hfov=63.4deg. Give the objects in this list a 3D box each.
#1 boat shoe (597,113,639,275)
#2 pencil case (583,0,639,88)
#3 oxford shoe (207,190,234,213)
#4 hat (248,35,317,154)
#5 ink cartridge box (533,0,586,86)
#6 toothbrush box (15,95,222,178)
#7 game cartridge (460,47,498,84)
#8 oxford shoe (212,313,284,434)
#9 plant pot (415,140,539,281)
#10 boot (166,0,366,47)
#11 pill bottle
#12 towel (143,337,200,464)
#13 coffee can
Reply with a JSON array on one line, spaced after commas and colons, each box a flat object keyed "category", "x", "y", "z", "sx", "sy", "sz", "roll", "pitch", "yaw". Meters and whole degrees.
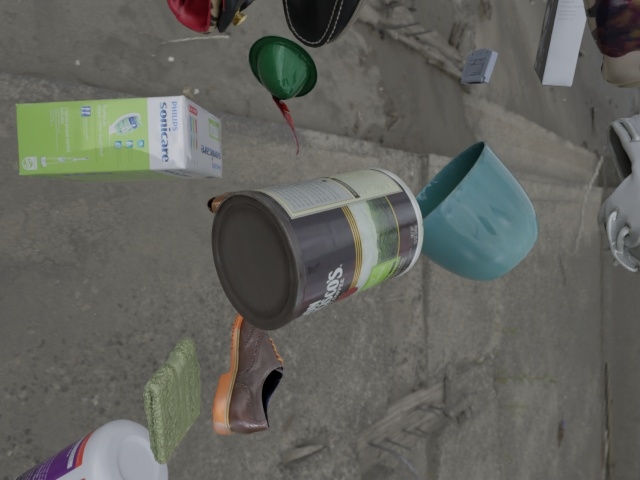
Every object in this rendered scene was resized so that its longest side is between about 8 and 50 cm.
[{"category": "boat shoe", "x": 0.239, "y": -0.008, "z": 0.356, "sx": 0.258, "sy": 0.084, "sz": 0.095, "roll": -60, "pitch": 135, "yaw": -45}, {"category": "pencil case", "x": 0.273, "y": -0.335, "z": 0.417, "sx": 0.183, "sy": 0.159, "sz": 0.410, "roll": -75, "pitch": 145, "yaw": -75}, {"category": "oxford shoe", "x": -0.270, "y": -0.100, "z": 1.409, "sx": 0.076, "sy": 0.212, "sz": 0.076, "roll": 3, "pitch": 90, "yaw": -12}, {"category": "hat", "x": -0.108, "y": -0.359, "z": 1.245, "sx": 0.173, "sy": 0.208, "sz": 0.184, "roll": 114, "pitch": -2, "yaw": -56}, {"category": "ink cartridge box", "x": 0.481, "y": -0.483, "z": 0.999, "sx": 0.165, "sy": 0.065, "sz": 0.333, "roll": -61, "pitch": 156, "yaw": -58}, {"category": "toothbrush box", "x": -0.339, "y": -0.169, "z": 0.915, "sx": 0.206, "sy": 0.283, "sz": 0.122, "roll": -22, "pitch": 112, "yaw": -83}, {"category": "game cartridge", "x": 0.262, "y": -0.288, "z": 0.856, "sx": 0.017, "sy": 0.083, "sz": 0.056, "roll": 9, "pitch": 104, "yaw": -14}, {"category": "oxford shoe", "x": -0.141, "y": 0.277, "z": 1.213, "sx": 0.130, "sy": 0.132, "sz": 0.364, "roll": 75, "pitch": 18, "yaw": -50}, {"category": "plant pot", "x": 0.360, "y": -0.046, "z": 1.213, "sx": 0.235, "sy": 0.293, "sz": 0.293, "roll": 41, "pitch": 54, "yaw": -5}, {"category": "boot", "x": -0.048, "y": -0.311, "z": 0.542, "sx": 0.284, "sy": 0.138, "sz": 0.377, "roll": -50, "pitch": 173, "yaw": -26}, {"category": "pill bottle", "x": -0.457, "y": 0.479, "z": 0.961, "sx": 0.181, "sy": 0.323, "sz": 0.181, "roll": 53, "pitch": 15, "yaw": -21}, {"category": "towel", "x": -0.196, "y": 0.214, "z": 0.691, "sx": 0.110, "sy": 0.027, "sz": 0.148, "roll": -58, "pitch": 156, "yaw": -58}, {"category": "coffee can", "x": 0.000, "y": 0.000, "z": 0.814, "sx": 0.275, "sy": 0.201, "sz": 0.202, "roll": -17, "pitch": 107, "yaw": -41}]
